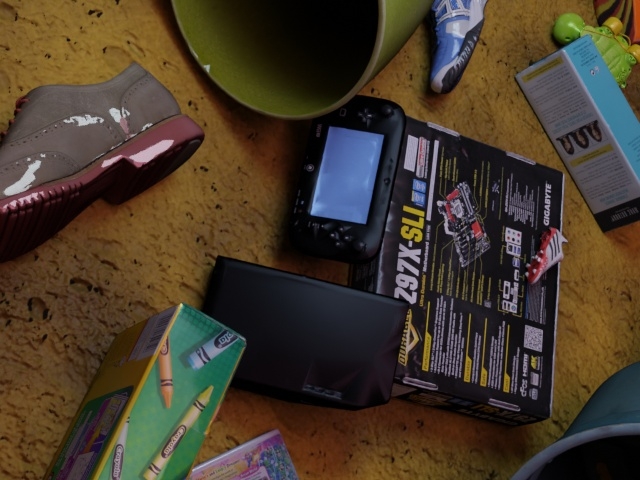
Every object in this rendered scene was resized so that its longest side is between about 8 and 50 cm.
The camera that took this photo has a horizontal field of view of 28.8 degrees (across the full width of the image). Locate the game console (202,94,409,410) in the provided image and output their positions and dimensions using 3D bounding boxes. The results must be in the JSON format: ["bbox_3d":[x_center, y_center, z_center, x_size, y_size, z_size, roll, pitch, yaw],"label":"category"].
[{"bbox_3d":[0.000,0.000,1.352,0.213,0.044,0.361,13,69,-2],"label":"game console"}]

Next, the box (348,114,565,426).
[{"bbox_3d":[0.161,0.037,1.469,0.257,0.079,0.321,16,69,-25],"label":"box"}]

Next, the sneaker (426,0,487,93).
[{"bbox_3d":[0.163,-0.278,1.571,0.081,0.080,0.211,18,65,-2],"label":"sneaker"}]

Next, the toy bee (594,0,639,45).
[{"bbox_3d":[0.424,-0.423,1.730,0.195,0.162,0.298,17,95,-28],"label":"toy bee"}]

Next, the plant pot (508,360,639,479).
[{"bbox_3d":[0.376,0.293,1.341,0.341,0.341,0.334,60,26,-3],"label":"plant pot"}]

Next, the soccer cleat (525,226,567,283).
[{"bbox_3d":[0.270,0.022,1.476,0.036,0.029,0.083,36,56,-14],"label":"soccer cleat"}]

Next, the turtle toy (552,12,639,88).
[{"bbox_3d":[0.367,-0.254,1.679,0.095,0.066,0.130,-43,98,-8],"label":"turtle toy"}]

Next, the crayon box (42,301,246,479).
[{"bbox_3d":[-0.186,0.206,1.160,0.081,0.165,0.278,33,62,-19],"label":"crayon box"}]

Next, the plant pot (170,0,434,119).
[{"bbox_3d":[0.027,-0.310,1.400,0.293,0.275,0.274,-35,95,-48],"label":"plant pot"}]

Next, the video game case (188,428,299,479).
[{"bbox_3d":[-0.082,0.290,1.286,0.157,0.019,0.143,-21,87,-33],"label":"video game case"}]

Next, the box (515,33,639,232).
[{"bbox_3d":[0.361,-0.137,1.622,0.060,0.100,0.244,-33,94,-34],"label":"box"}]

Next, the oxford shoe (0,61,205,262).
[{"bbox_3d":[-0.282,-0.075,1.225,0.348,0.123,0.130,-29,80,-41],"label":"oxford shoe"}]
